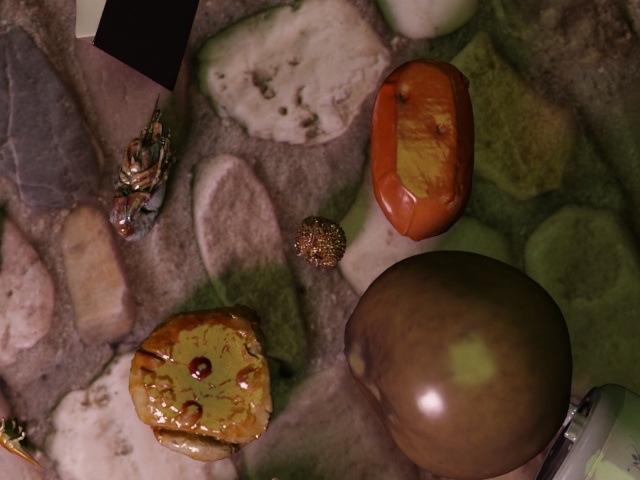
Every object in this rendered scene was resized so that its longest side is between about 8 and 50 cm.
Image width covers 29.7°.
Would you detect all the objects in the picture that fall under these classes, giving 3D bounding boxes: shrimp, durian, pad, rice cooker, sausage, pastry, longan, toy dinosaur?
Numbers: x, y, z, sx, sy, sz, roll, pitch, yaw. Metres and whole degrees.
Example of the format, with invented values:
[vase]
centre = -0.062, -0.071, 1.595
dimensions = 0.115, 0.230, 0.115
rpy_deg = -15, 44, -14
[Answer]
[shrimp]
centre = -0.262, -0.111, 1.789
dimensions = 0.090, 0.079, 0.233
rpy_deg = -2, 71, 36
[durian]
centre = 0.000, 0.000, 1.767
dimensions = 0.080, 0.091, 0.080
rpy_deg = -2, 55, 3
[pad]
centre = -0.248, -0.370, 1.816
dimensions = 0.006, 0.170, 0.246
rpy_deg = 4, 74, 40
[rice cooker]
centre = 0.434, 0.353, 1.624
dimensions = 0.316, 0.264, 0.317
rpy_deg = 8, 114, 18
[sausage]
centre = 0.150, -0.133, 1.774
dimensions = 0.153, 0.141, 0.268
rpy_deg = 2, 78, -1
[pastry]
centre = -0.157, 0.195, 1.712
dimensions = 0.218, 0.100, 0.229
rpy_deg = 30, 80, 4
[longan]
centre = 0.188, 0.162, 1.632
dimensions = 0.318, 0.319, 0.319
rpy_deg = 0, 78, -2
[toy dinosaur]
centre = -0.432, 0.284, 1.718
dimensions = 0.113, 0.026, 0.041
rpy_deg = 26, 85, 13

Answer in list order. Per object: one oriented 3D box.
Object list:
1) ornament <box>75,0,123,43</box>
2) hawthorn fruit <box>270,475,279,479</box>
[ornament]
centre = -0.316, -0.431, 1.827
dimensions = 0.120, 0.130, 0.285
rpy_deg = 9, 75, 19
[hawthorn fruit]
centre = -0.166, 0.491, 1.597
dimensions = 0.235, 0.263, 0.231
rpy_deg = -18, 99, 28
